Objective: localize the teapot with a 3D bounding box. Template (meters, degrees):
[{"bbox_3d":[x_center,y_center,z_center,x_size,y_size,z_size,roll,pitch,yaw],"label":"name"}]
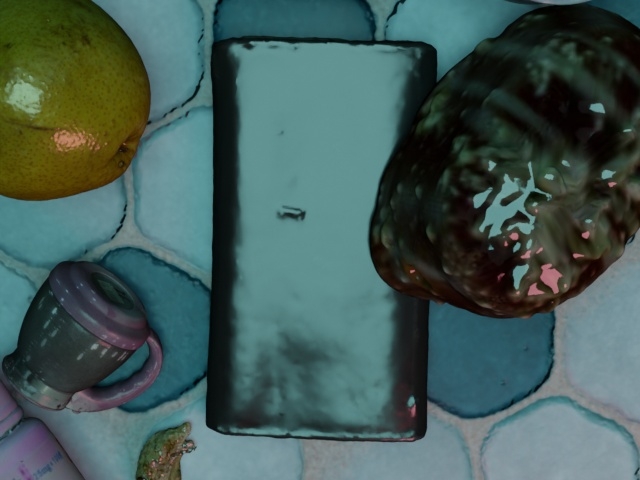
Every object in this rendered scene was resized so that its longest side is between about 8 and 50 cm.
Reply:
[{"bbox_3d":[-0.243,0.104,1.619,0.146,0.148,0.116,-49,60,14],"label":"teapot"}]

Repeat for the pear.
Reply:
[{"bbox_3d":[-0.261,-0.135,1.533,0.209,0.209,0.208,0,97,-1],"label":"pear"}]

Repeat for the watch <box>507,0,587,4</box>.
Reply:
[{"bbox_3d":[0.226,-0.342,1.514,0.248,0.211,0.217,-29,103,-5],"label":"watch"}]

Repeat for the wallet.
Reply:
[{"bbox_3d":[0.000,0.000,1.623,0.228,0.062,0.406,1,97,-2],"label":"wallet"}]

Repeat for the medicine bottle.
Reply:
[{"bbox_3d":[-0.313,0.258,1.599,0.152,0.152,0.254,-35,97,3],"label":"medicine bottle"}]

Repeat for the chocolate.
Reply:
[{"bbox_3d":[0.211,-0.066,1.516,0.225,0.210,0.340,40,85,-14],"label":"chocolate"}]

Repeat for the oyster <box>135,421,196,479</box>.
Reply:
[{"bbox_3d":[-0.155,0.238,1.657,0.081,0.038,0.083,-26,95,0],"label":"oyster"}]
